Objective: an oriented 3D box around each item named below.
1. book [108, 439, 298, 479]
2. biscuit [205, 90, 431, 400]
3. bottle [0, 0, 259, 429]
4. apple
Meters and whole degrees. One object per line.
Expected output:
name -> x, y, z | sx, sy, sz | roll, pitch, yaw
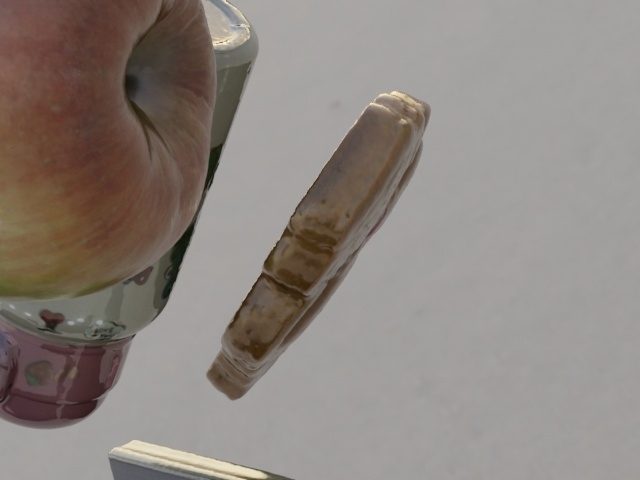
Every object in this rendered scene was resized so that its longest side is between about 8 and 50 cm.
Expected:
book -> -0.037, 0.247, 1.012 | 0.025, 0.269, 0.191 | -16, 9, -32
biscuit -> 0.003, 0.002, 1.073 | 0.186, 0.044, 0.295 | -58, -1, -12
bottle -> -0.124, -0.014, 0.997 | 0.120, 0.120, 0.253 | -76, 7, -66
apple -> -0.086, -0.045, 0.513 | 0.102, 0.126, 0.126 | -1, 28, 18
